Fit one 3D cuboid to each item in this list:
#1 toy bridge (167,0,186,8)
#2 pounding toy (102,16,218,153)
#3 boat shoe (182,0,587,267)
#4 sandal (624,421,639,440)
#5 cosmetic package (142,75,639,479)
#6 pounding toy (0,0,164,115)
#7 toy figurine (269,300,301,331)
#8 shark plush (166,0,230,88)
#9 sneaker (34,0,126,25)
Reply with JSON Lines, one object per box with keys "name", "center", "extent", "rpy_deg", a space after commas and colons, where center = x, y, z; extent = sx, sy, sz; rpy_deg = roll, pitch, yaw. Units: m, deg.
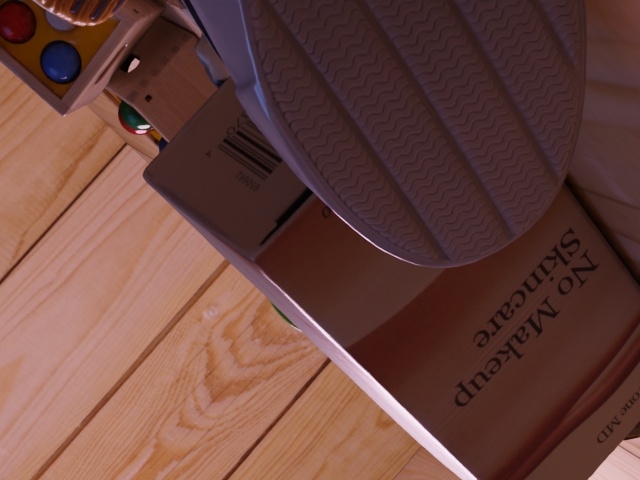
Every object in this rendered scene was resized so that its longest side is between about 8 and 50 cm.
{"name": "toy bridge", "center": [-0.012, -0.101, 0.811], "extent": [0.188, 0.063, 0.026], "rpy_deg": [46, 173, -30]}
{"name": "pounding toy", "center": [-0.130, -0.117, 1.321], "extent": [0.206, 0.094, 0.181], "rpy_deg": [47, 172, -39]}
{"name": "boat shoe", "center": [-0.017, -0.137, 0.450], "extent": [0.335, 0.121, 0.119], "rpy_deg": [58, 174, -32]}
{"name": "sandal", "center": [0.166, 0.069, 0.965], "extent": [0.180, 0.072, 0.049], "rpy_deg": [45, 153, 3]}
{"name": "cosmetic package", "center": [0.064, 0.017, 0.776], "extent": [0.296, 0.153, 0.129], "rpy_deg": [45, 174, -40]}
{"name": "pounding toy", "center": [-0.215, -0.199, 1.154], "extent": [0.130, 0.141, 0.100], "rpy_deg": [41, -158, -2]}
{"name": "toy figurine", "center": [0.000, 0.000, 1.360], "extent": [0.173, 0.130, 0.159], "rpy_deg": [64, -178, -5]}
{"name": "shark plush", "center": [-0.074, -0.160, 0.859], "extent": [0.161, 0.073, 0.067], "rpy_deg": [38, -155, -8]}
{"name": "sneaker", "center": [-0.245, -0.257, 0.950], "extent": [0.131, 0.112, 0.296], "rpy_deg": [38, 172, 36]}
